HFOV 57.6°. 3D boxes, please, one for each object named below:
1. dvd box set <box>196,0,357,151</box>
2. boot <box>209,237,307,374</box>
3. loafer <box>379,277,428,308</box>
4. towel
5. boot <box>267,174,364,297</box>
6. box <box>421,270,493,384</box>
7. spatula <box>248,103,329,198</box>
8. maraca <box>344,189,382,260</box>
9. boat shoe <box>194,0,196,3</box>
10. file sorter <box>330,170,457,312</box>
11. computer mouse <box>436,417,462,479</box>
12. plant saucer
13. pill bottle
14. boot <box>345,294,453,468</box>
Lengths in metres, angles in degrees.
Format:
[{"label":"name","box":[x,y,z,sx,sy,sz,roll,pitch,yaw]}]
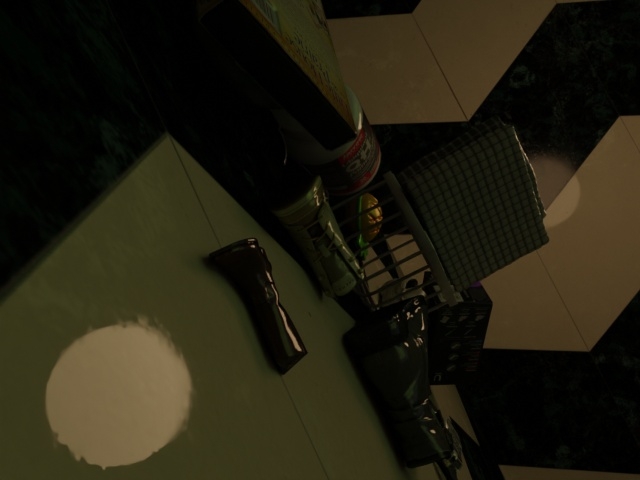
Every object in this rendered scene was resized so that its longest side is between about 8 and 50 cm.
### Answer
[{"label":"dvd box set","box":[-0.076,-0.375,0.898,0.307,0.062,0.421,37,34,-48]},{"label":"boot","box":[-0.048,0.058,0.494,0.106,0.037,0.114,22,47,-74]},{"label":"loafer","box":[0.219,0.162,1.479,0.112,0.111,0.319,61,9,-14]},{"label":"towel","box":[0.307,-0.071,1.158,0.284,0.235,0.121,59,2,-29]},{"label":"boot","box":[0.000,0.000,0.786,0.165,0.077,0.213,62,1,-6]},{"label":"box","box":[0.346,0.234,1.566,0.165,0.143,0.271,-101,-168,-60]},{"label":"spatula","box":[-0.068,-0.157,0.942,0.297,0.030,0.084,62,-28,27]},{"label":"maraca","box":[0.113,-0.041,1.541,0.127,0.099,0.186,40,51,-64]},{"label":"boat shoe","box":[-0.172,-0.371,0.873,0.125,0.046,0.038,31,10,7]},{"label":"file sorter","box":[0.140,0.038,1.186,0.278,0.173,0.193,51,14,-56]},{"label":"computer mouse","box":[0.247,0.419,1.140,0.106,0.042,0.193,58,15,-4]},{"label":"plant saucer","box":[-0.130,-0.257,0.854,0.195,0.037,0.195,49,8,-9]},{"label":"pill bottle","box":[0.009,-0.215,1.161,0.176,0.176,0.318,66,9,18]},{"label":"boot","box":[0.140,0.218,0.938,0.223,0.118,0.338,67,20,4]}]
